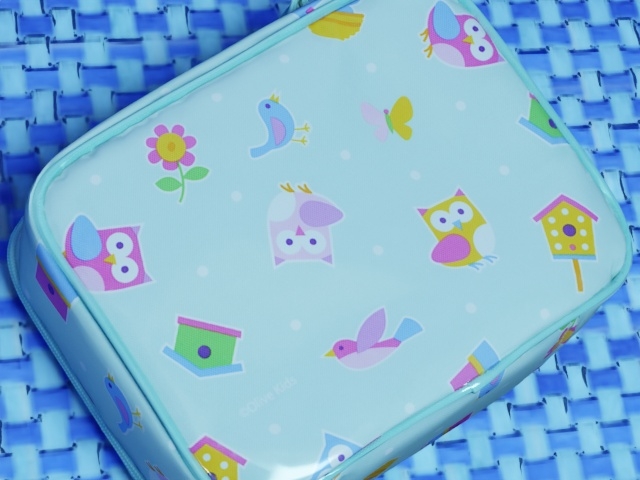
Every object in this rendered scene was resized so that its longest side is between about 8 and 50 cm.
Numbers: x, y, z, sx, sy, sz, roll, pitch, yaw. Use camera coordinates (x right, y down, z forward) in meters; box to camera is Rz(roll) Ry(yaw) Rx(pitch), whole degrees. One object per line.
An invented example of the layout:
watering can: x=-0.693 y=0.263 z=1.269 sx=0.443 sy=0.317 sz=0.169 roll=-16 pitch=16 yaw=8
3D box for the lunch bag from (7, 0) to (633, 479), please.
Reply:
lunch bag: x=0.000 y=0.000 z=0.944 sx=0.279 sy=0.108 sz=0.224 roll=-31 pitch=78 yaw=-25
